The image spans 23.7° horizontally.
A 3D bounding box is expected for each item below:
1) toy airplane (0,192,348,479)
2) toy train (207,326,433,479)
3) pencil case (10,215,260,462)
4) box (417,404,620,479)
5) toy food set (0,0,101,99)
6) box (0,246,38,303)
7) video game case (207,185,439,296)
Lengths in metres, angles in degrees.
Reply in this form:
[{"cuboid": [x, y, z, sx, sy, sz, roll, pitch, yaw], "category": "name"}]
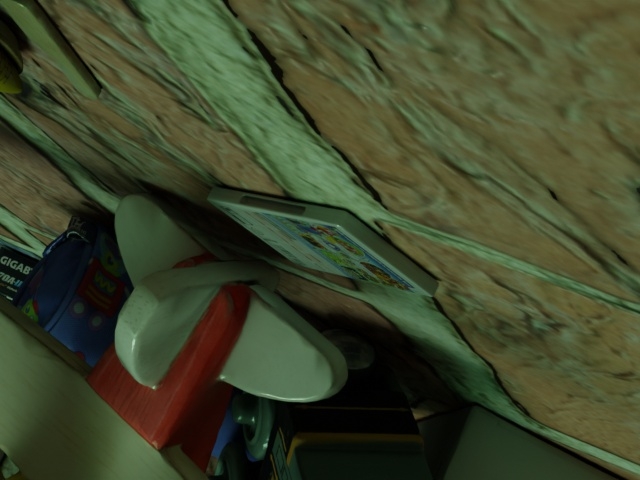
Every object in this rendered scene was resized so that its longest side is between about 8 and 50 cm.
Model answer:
[{"cuboid": [-0.157, 0.163, 0.995, 0.386, 0.272, 0.384, -5, 105, 43], "category": "toy airplane"}, {"cuboid": [-0.012, 0.232, 1.166, 0.142, 0.334, 0.190, 6, -146, -17], "category": "toy train"}, {"cuboid": [-0.112, 0.094, 1.250, 0.306, 0.133, 0.119, 32, 138, -29], "category": "pencil case"}, {"cuboid": [0.154, 0.274, 1.330, 0.215, 0.168, 0.345, 27, 167, -3], "category": "box"}, {"cuboid": [-0.215, -0.114, 0.791, 0.192, 0.038, 0.132, 22, 167, 19], "category": "toy food set"}, {"cuboid": [-0.253, 0.093, 1.696, 0.175, 0.051, 0.220, 22, 167, 19], "category": "box"}, {"cuboid": [0.000, 0.000, 0.882, 0.122, 0.011, 0.087, 12, 161, 49], "category": "video game case"}]
